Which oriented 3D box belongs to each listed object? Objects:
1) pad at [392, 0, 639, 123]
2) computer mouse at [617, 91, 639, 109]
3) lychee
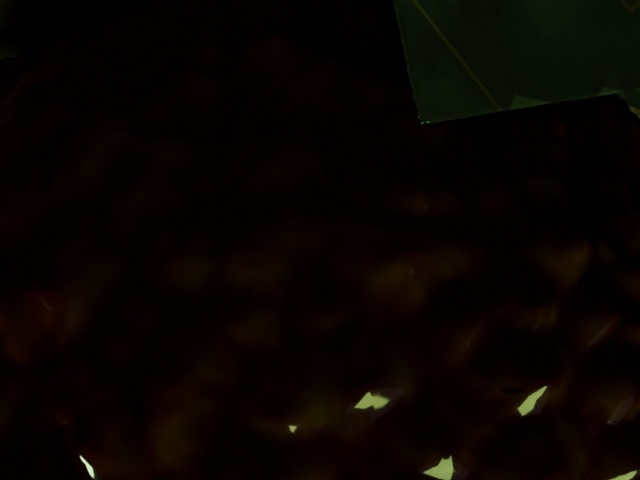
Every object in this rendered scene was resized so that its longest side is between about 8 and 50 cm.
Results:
[{"bbox_3d":[0.096,-0.137,0.613,0.004,0.164,0.243,-11,-178,41],"label":"pad"},{"bbox_3d":[0.302,-0.194,1.160,0.168,0.087,0.295,-17,160,3],"label":"computer mouse"},{"bbox_3d":[0.006,0.056,0.728,0.499,0.425,0.424,-19,174,14],"label":"lychee"}]
